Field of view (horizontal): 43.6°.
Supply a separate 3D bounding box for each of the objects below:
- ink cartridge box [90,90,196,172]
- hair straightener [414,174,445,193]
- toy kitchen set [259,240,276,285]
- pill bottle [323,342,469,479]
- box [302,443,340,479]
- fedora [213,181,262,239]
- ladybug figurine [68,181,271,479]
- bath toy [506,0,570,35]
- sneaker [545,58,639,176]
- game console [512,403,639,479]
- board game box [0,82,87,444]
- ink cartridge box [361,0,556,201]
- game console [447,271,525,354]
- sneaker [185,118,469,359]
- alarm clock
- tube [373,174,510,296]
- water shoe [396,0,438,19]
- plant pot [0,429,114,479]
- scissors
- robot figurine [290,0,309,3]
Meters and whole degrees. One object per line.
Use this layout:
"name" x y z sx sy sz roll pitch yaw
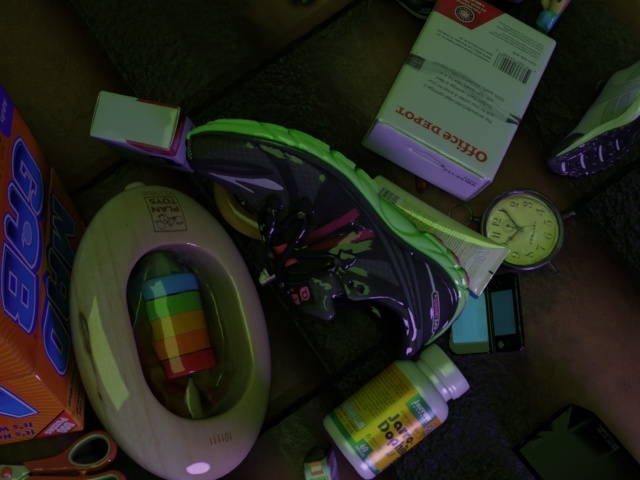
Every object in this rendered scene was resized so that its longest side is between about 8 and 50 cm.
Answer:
"ink cartridge box" -0.269 -0.167 1.265 0.127 0.175 0.072 11 84 5
"hair straightener" 0.190 -0.190 1.321 0.089 0.047 0.230 -3 75 -11
"toy kitchen set" -0.082 0.023 1.271 0.068 0.083 0.075 -32 81 -3
"pill bottle" 0.117 0.253 1.207 0.208 0.117 0.117 -37 81 -4
"box" 0.009 0.359 1.150 0.036 0.207 0.114 -13 79 1
"fedora" -0.073 -0.082 1.289 0.194 0.079 0.194 0 81 1
"ladybug figurine" -0.234 0.134 1.189 0.305 0.162 0.449 -3 76 -41
"bath toy" 0.249 -0.466 1.304 0.348 0.151 0.129 34 85 10
"sneaker" 0.470 -0.204 1.287 0.271 0.100 0.108 -38 57 0
"game console" 0.327 0.433 1.207 0.361 0.044 0.213 -40 81 -3
"board game box" -0.550 0.058 1.090 0.356 0.356 0.356 -11 54 1
"ink cartridge box" 0.214 -0.228 1.249 0.197 0.114 0.273 29 72 -1
"game console" 0.255 0.115 1.249 0.071 0.107 0.122 1 80 -26
"sneaker" 0.000 0.000 1.147 0.483 0.185 0.202 37 75 -9
"alarm clock" 0.297 -0.019 1.270 0.192 0.064 0.129 17 82 3
"tube" 0.173 -0.014 1.263 0.240 0.070 0.062 35 66 16
"water shoe" 0.121 -0.449 1.340 0.203 0.080 0.073 31 83 7
"plant pot" -0.421 0.322 1.209 0.167 0.167 0.165 -28 72 -2
"scissors" -0.418 0.333 1.108 0.297 0.021 0.109 -8 63 -4
"robot figurine" -0.034 -0.464 1.356 0.101 0.067 0.115 3 79 -25
